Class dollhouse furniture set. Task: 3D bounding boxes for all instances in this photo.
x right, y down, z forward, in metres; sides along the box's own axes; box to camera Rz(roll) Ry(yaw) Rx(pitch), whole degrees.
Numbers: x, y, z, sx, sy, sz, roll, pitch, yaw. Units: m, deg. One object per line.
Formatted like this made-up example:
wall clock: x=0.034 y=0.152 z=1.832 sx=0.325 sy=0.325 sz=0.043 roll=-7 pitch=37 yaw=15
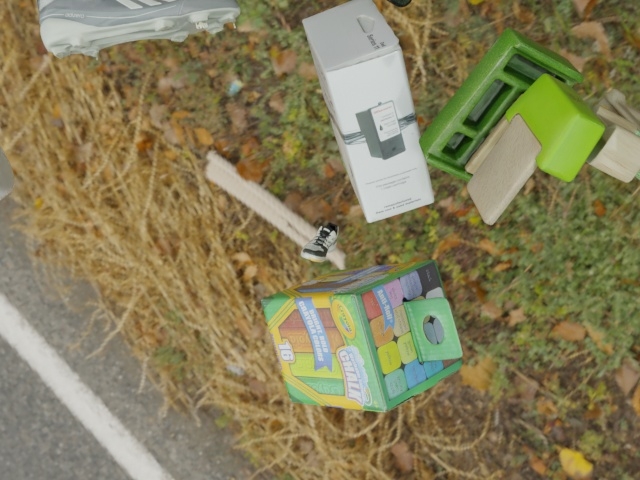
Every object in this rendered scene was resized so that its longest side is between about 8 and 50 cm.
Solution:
dollhouse furniture set: x=0.281 y=-0.052 z=0.816 sx=0.301 sy=0.197 sz=0.151 roll=20 pitch=121 yaw=-25

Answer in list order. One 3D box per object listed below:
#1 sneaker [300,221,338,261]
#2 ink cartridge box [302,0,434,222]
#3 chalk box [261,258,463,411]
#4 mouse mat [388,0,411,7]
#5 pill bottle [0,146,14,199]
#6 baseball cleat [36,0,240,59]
sneaker: x=0.000 y=0.000 z=0.992 sx=0.032 sy=0.083 sz=0.037 roll=20 pitch=111 yaw=9
ink cartridge box: x=0.055 y=-0.151 z=0.946 sx=0.087 sy=0.153 sz=0.208 roll=-18 pitch=127 yaw=0
chalk box: x=0.081 y=0.139 z=1.228 sx=0.289 sy=0.179 sz=0.180 roll=-9 pitch=98 yaw=51
mouse mat: x=0.049 y=-0.334 z=0.797 sx=0.007 sy=0.190 sz=0.152 roll=40 pitch=107 yaw=55
pill bottle: x=-0.400 y=-0.007 z=0.647 sx=0.283 sy=0.161 sz=0.161 roll=-37 pitch=88 yaw=3
baseball cleat: x=-0.188 y=-0.249 z=0.830 sx=0.206 sy=0.072 sz=0.109 roll=-10 pitch=87 yaw=-1
